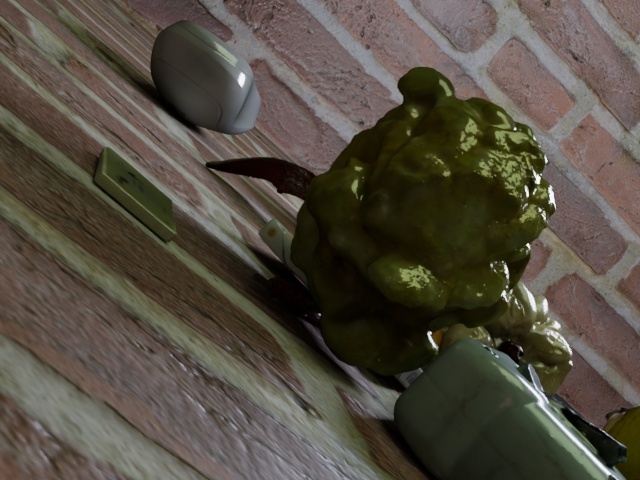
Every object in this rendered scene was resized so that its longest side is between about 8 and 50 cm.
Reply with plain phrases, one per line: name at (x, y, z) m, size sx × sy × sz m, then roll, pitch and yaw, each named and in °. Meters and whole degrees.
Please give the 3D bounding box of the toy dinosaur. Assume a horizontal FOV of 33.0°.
toy dinosaur at (-0.003, -0.008, 1.438) m, size 0.327 × 0.113 × 0.207 m, roll 53°, pitch -23°, yaw -10°

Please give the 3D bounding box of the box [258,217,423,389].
box at (0.026, 0.072, 1.167) m, size 0.220 × 0.032 × 0.122 m, roll 46°, pitch -1°, yaw 21°

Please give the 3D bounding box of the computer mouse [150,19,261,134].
computer mouse at (-0.186, -0.239, 1.723) m, size 0.184 × 0.121 × 0.297 m, roll 34°, pitch -9°, yaw -1°

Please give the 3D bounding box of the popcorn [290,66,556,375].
popcorn at (0.091, -0.021, 1.014) m, size 0.235 × 0.250 × 0.241 m, roll 10°, pitch 32°, yaw -31°

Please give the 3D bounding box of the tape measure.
tape measure at (0.184, 0.186, 0.967) m, size 0.246 × 0.125 × 0.243 m, roll 44°, pitch 5°, yaw 20°

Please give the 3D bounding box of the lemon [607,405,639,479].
lemon at (0.391, 0.284, 1.081) m, size 0.267 × 0.267 × 0.267 m, roll 42°, pitch 5°, yaw -5°

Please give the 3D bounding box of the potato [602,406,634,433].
potato at (0.589, 0.427, 1.878) m, size 0.247 × 0.196 × 0.299 m, roll 30°, pitch -24°, yaw 2°

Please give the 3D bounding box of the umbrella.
umbrella at (-0.017, 0.060, 1.042) m, size 0.027 × 0.025 × 0.165 m, roll 16°, pitch -13°, yaw 33°

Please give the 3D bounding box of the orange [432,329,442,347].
orange at (0.102, 0.106, 1.260) m, size 0.083 × 0.083 × 0.070 m, roll 49°, pitch -17°, yaw 52°

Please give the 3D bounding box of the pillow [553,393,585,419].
pillow at (0.357, 0.300, 1.553) m, size 0.335 × 0.092 × 0.161 m, roll 45°, pitch 9°, yaw 34°

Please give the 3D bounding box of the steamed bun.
steamed bun at (0.227, 0.139, 1.326) m, size 0.177 × 0.192 × 0.106 m, roll 51°, pitch -15°, yaw -31°

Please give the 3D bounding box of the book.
book at (-0.151, -0.040, 0.889) m, size 0.077 × 0.014 × 0.111 m, roll 41°, pitch 5°, yaw -17°
